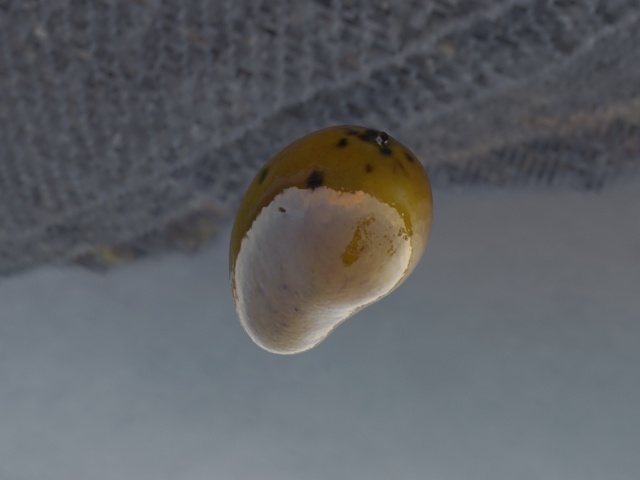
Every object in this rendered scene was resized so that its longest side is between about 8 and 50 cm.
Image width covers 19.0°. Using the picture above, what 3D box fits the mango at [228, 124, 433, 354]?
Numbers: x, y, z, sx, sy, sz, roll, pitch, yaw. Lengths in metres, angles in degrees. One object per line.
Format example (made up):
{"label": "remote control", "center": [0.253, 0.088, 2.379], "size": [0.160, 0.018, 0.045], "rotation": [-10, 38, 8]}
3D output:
{"label": "mango", "center": [-0.001, -0.004, 1.199], "size": [0.090, 0.115, 0.178], "rotation": [-10, 160, -38]}
